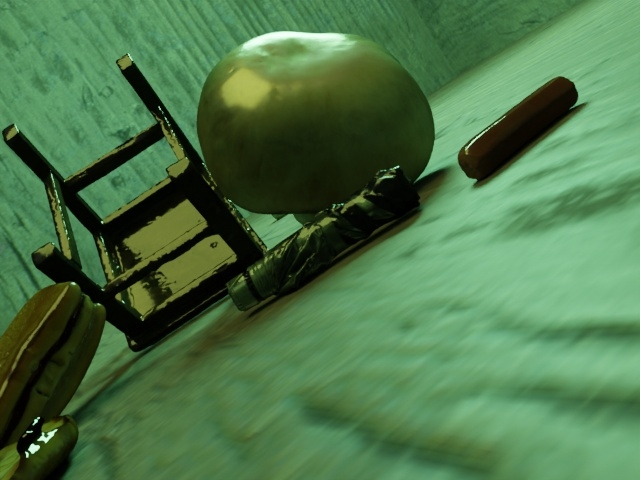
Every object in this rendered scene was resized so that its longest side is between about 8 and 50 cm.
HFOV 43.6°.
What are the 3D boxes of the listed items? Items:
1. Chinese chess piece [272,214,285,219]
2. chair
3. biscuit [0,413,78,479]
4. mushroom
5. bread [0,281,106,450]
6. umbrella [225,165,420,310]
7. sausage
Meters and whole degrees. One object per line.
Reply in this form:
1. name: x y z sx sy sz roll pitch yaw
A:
1. Chinese chess piece: -0.072 -0.080 1.750 0.084 0.034 0.084 -32 6 4
2. chair: -0.185 0.014 1.019 0.203 0.416 0.240 -34 50 -2
3. biscuit: -0.252 0.191 0.548 0.203 0.041 0.260 -36 4 18
4. mushroom: -0.009 -0.106 0.900 0.254 0.234 0.260 -30 49 -26
5. bread: -0.282 0.133 0.763 0.116 0.077 0.200 -14 42 41
6. umbrella: 0.000 0.000 0.697 0.188 0.046 0.050 -32 11 6
7. sausage: 0.167 -0.097 0.671 0.147 0.030 0.035 -37 8 -29
